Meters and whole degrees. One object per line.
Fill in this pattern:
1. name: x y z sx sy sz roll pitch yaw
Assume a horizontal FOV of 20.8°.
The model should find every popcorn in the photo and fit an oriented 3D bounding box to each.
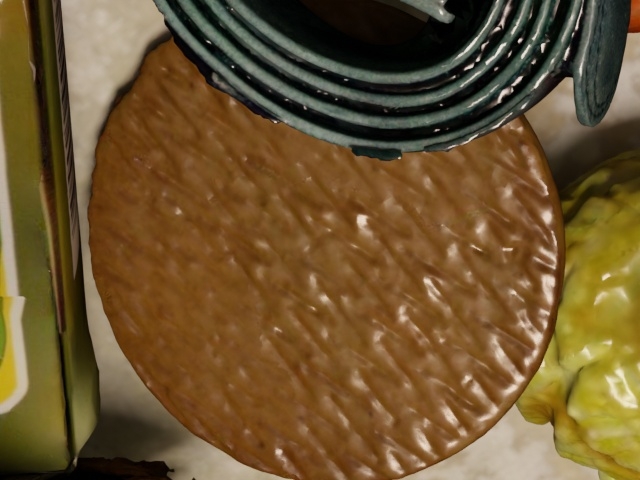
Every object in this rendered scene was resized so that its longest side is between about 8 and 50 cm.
1. popcorn: 0.200 0.044 0.947 0.198 0.212 0.198 7 105 28

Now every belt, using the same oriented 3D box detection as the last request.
1. belt: 0.031 -0.147 0.793 0.206 0.116 0.267 -44 86 17

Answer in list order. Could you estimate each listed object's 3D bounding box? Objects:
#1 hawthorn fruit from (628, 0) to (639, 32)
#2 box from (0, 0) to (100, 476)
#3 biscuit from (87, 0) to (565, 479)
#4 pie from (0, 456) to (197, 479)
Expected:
1. hawthorn fruit: 0.159 -0.162 0.853 0.128 0.128 0.128 -4 120 -6
2. box: -0.325 -0.058 0.828 0.420 0.138 0.373 -3 120 -7
3. biscuit: 0.000 0.000 0.902 0.262 0.037 0.262 4 102 19
4. pie: -0.188 0.166 0.911 0.308 0.308 0.085 -3 90 -6
